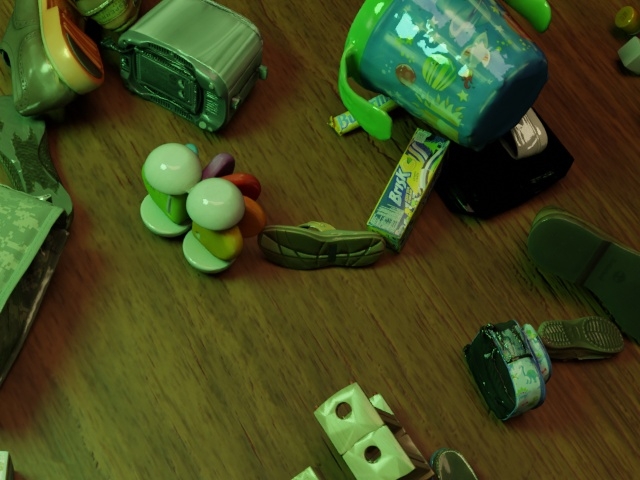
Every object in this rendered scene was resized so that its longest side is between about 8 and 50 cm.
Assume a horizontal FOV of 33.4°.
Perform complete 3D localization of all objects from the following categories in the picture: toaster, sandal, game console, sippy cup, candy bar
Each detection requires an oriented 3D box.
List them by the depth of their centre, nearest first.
[{"bbox_3d":[0.000,0.000,1.479,0.180,0.072,0.049,1,44,-11],"label":"sandal"},{"bbox_3d":[0.189,-0.254,1.503,0.224,0.240,0.305,45,100,22],"label":"sippy cup"},{"bbox_3d":[-0.192,-0.272,1.573,0.227,0.129,0.146,27,54,14],"label":"toaster"},{"bbox_3d":[0.087,-0.204,1.621,0.161,0.018,0.040,-27,58,-8],"label":"candy bar"},{"bbox_3d":[0.211,-0.199,1.649,0.213,0.044,0.361,-24,66,-22],"label":"game console"}]

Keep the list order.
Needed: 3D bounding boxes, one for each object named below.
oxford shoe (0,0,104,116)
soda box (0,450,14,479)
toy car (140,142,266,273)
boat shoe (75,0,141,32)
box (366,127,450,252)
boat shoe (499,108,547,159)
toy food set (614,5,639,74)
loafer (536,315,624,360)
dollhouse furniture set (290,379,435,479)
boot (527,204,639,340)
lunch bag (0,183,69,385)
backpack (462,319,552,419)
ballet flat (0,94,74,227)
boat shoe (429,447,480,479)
[{"bbox_3d":[-0.418,-0.322,1.560,0.133,0.130,0.363,-31,45,11],"label":"oxford shoe"},{"bbox_3d":[-0.466,0.283,1.220,0.216,0.069,0.074,3,59,-9],"label":"soda box"},{"bbox_3d":[-0.152,-0.059,1.431,0.182,0.159,0.136,39,59,14],"label":"toy car"},{"bbox_3d":[-0.313,-0.395,1.617,0.104,0.111,0.307,52,21,-24],"label":"boat shoe"},{"bbox_3d":[0.126,-0.072,1.522,0.054,0.059,0.169,25,72,13],"label":"box"},{"bbox_3d":[0.264,-0.198,1.602,0.063,0.066,0.184,-24,77,-24],"label":"boat shoe"},{"bbox_3d":[0.573,-0.297,1.744,0.104,0.111,0.232,22,40,-34],"label":"toy food set"},{"bbox_3d":[0.352,0.137,1.469,0.148,0.050,0.056,8,59,-24],"label":"loafer"},{"bbox_3d":[0.018,0.280,1.299,0.184,0.129,0.129,-37,68,5],"label":"dollhouse furniture set"},{"bbox_3d":[0.432,0.047,1.509,0.305,0.112,0.115,36,23,-1],"label":"boot"},{"bbox_3d":[-0.467,0.044,1.308,0.235,0.169,0.287,20,62,2],"label":"lunch bag"},{"bbox_3d":[0.252,0.169,1.397,0.084,0.105,0.114,-13,68,-16],"label":"backpack"},{"bbox_3d":[-0.402,-0.103,1.480,0.084,0.058,0.250,-18,59,-23],"label":"ballet flat"},{"bbox_3d":[0.192,0.332,1.309,0.066,0.066,0.183,-16,63,-19],"label":"boat shoe"}]
